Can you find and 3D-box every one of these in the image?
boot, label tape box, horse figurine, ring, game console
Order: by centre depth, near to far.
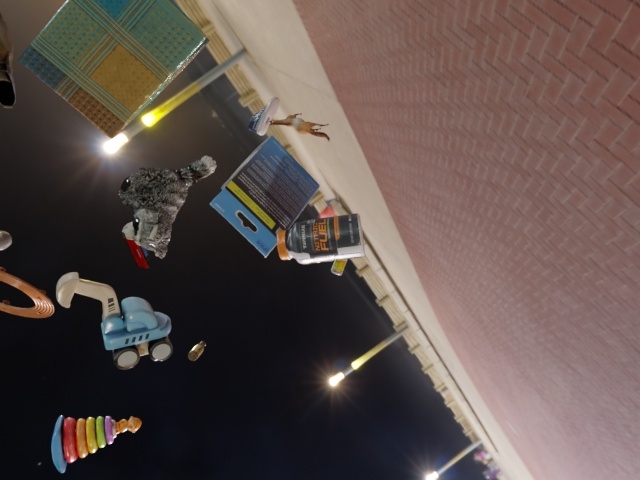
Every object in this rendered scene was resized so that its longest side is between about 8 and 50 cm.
[{"bbox_3d":[-0.760,-0.427,0.987,0.106,0.082,0.219,47,133,24],"label":"boot"},{"bbox_3d":[-1.064,0.165,1.390,0.336,0.337,0.032,54,-145,-43],"label":"ring"},{"bbox_3d":[-0.192,-0.144,1.394,0.249,0.347,0.115,45,150,-19],"label":"label tape box"},{"bbox_3d":[-0.738,0.031,1.721,0.124,0.085,0.144,3,119,39],"label":"game console"},{"bbox_3d":[-0.078,-0.513,1.853,0.263,0.174,0.066,33,127,29],"label":"horse figurine"},{"bbox_3d":[-0.266,-0.585,1.919,0.086,0.190,0.069,28,180,26],"label":"boot"}]

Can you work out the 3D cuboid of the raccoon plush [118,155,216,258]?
[{"bbox_3d":[-0.555,-0.148,1.593,0.299,0.446,0.216,50,169,24],"label":"raccoon plush"}]

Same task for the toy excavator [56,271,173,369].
[{"bbox_3d":[-0.896,0.329,1.845,0.222,0.433,0.445,30,122,54],"label":"toy excavator"}]

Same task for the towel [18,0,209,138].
[{"bbox_3d":[-0.499,-0.468,1.015,0.271,0.370,0.040,45,-167,-25],"label":"towel"}]

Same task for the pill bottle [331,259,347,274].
[{"bbox_3d":[0.071,0.081,1.507,0.043,0.083,0.043,20,-172,-3],"label":"pill bottle"}]

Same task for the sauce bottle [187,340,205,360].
[{"bbox_3d":[-0.490,0.437,1.659,0.042,0.042,0.128,54,-172,-7],"label":"sauce bottle"}]

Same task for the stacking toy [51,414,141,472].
[{"bbox_3d":[-0.863,0.750,1.623,0.166,0.302,0.175,6,101,64],"label":"stacking toy"}]

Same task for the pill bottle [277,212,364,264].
[{"bbox_3d":[0.000,0.000,1.210,0.130,0.246,0.130,-8,-90,-83],"label":"pill bottle"}]

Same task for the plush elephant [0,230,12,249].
[{"bbox_3d":[-1.232,-0.077,1.333,0.272,0.330,0.255,-38,-53,-73],"label":"plush elephant"}]
